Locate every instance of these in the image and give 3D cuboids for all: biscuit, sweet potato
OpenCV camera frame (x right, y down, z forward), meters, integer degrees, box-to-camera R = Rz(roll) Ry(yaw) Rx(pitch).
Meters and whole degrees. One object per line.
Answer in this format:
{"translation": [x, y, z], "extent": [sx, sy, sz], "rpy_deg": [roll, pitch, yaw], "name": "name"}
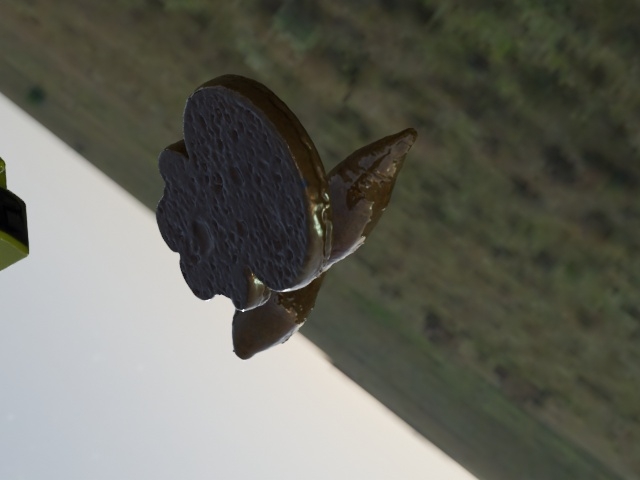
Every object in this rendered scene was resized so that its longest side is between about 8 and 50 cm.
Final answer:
{"translation": [-0.044, -0.024, 0.904], "extent": [0.124, 0.026, 0.175], "rpy_deg": [63, 149, 6], "name": "biscuit"}
{"translation": [-0.002, -0.002, 1.171], "extent": [0.051, 0.218, 0.065], "rpy_deg": [16, -152, -43], "name": "sweet potato"}

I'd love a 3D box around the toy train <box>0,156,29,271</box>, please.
{"translation": [-0.316, -0.033, 1.403], "extent": [0.089, 0.127, 0.219], "rpy_deg": [36, -145, -48], "name": "toy train"}
